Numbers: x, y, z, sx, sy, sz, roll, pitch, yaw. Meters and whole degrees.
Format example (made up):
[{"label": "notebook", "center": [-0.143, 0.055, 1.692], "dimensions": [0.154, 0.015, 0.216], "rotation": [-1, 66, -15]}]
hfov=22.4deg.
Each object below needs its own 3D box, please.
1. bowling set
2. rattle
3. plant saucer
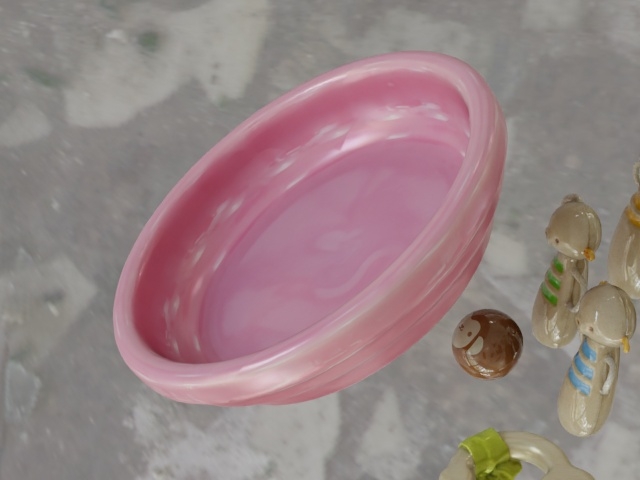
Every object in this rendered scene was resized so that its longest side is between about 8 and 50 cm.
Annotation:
[{"label": "bowling set", "center": [0.205, 0.050, 1.165], "dimensions": [0.199, 0.287, 0.154], "rotation": [-3, 130, -12]}, {"label": "rattle", "center": [0.217, 0.279, 1.587], "dimensions": [0.130, 0.199, 0.143], "rotation": [-29, 129, -56]}, {"label": "plant saucer", "center": [0.000, 0.000, 1.194], "dimensions": [0.332, 0.332, 0.084], "rotation": [-42, 121, -6]}]
